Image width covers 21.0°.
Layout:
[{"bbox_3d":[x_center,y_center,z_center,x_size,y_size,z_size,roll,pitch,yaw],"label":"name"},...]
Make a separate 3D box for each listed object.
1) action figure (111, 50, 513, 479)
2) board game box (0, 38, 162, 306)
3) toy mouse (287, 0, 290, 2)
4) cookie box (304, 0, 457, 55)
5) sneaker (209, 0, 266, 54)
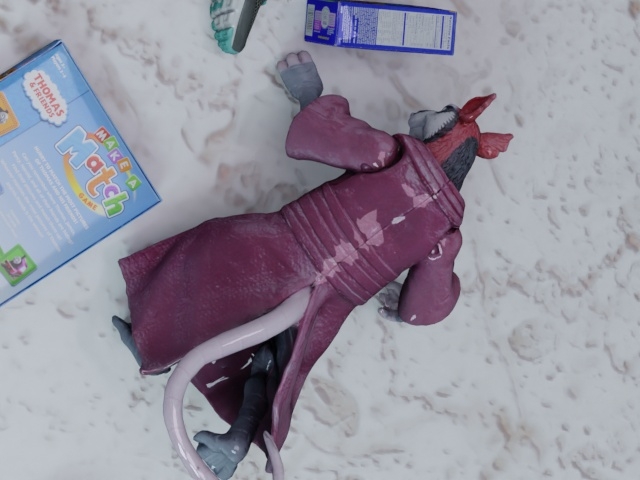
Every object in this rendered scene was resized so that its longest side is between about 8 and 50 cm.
[{"bbox_3d":[0.000,0.000,1.398,0.370,0.276,0.248,-39,100,5],"label":"action figure"},{"bbox_3d":[-0.261,-0.042,1.420,0.211,0.039,0.160,-34,105,-10],"label":"board game box"},{"bbox_3d":[0.015,-0.271,1.445,0.161,0.031,0.143,-42,119,-27],"label":"toy mouse"},{"bbox_3d":[0.051,-0.183,1.473,0.107,0.092,0.040,2,99,-18],"label":"cookie box"},{"bbox_3d":[-0.042,-0.234,1.456,0.076,0.065,0.166,15,93,-22],"label":"sneaker"}]
